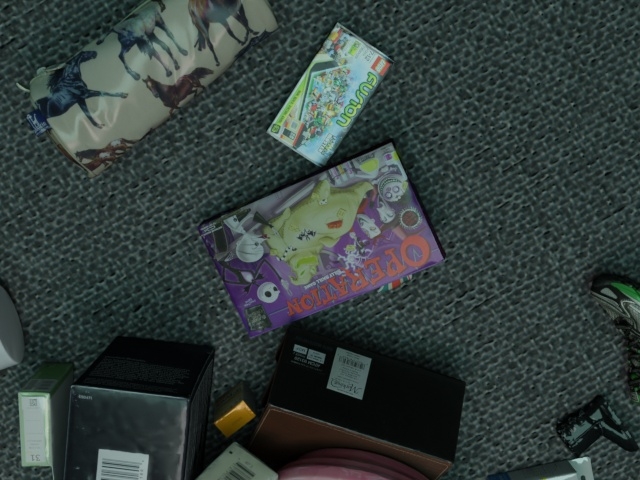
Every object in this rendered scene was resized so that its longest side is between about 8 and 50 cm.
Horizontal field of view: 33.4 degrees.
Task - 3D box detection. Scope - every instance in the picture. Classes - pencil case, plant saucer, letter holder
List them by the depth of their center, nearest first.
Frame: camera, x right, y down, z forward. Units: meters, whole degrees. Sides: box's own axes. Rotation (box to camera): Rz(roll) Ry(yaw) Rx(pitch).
[{"bbox_3d":[-0.256,-0.284,1.623,0.410,0.160,0.183,-38,113,4],"label":"pencil case"},{"bbox_3d":[0.068,0.430,1.711,0.332,0.332,0.084,22,54,-5],"label":"plant saucer"},{"bbox_3d":[0.051,0.293,1.737,0.302,0.214,0.152,18,54,-4],"label":"letter holder"}]

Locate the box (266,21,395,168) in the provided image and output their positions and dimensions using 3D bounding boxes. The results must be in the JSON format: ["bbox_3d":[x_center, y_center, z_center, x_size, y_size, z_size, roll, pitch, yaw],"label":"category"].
[{"bbox_3d":[0.015,-0.230,1.703,0.114,0.036,0.207,32,96,-7],"label":"box"}]

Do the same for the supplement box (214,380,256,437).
[{"bbox_3d":[-0.140,0.275,1.746,0.062,0.098,0.036,-39,102,3],"label":"supplement box"}]

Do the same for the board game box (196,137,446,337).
[{"bbox_3d":[0.000,0.000,1.699,0.347,0.056,0.208,-23,103,14],"label":"board game box"}]

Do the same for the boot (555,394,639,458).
[{"bbox_3d":[0.465,0.331,1.804,0.099,0.045,0.121,-38,91,2],"label":"boot"}]

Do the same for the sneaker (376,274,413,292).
[{"bbox_3d":[0.083,0.012,1.733,0.075,0.057,0.161,-32,102,-3],"label":"sneaker"}]

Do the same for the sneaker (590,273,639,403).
[{"bbox_3d":[0.551,0.195,1.741,0.146,0.134,0.343,-40,99,5],"label":"sneaker"}]

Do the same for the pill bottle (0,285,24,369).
[{"bbox_3d":[-0.627,0.170,1.681,0.283,0.160,0.160,-17,99,1],"label":"pill bottle"}]

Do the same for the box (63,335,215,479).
[{"bbox_3d":[-0.280,0.331,1.651,0.183,0.294,0.296,7,98,1],"label":"box"}]

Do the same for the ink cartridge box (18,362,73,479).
[{"bbox_3d":[-0.432,0.330,1.708,0.056,0.171,0.235,1,99,-2],"label":"ink cartridge box"}]

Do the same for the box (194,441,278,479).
[{"bbox_3d":[-0.138,0.446,1.670,0.094,0.275,0.113,32,53,23],"label":"box"}]

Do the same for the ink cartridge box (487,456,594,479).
[{"bbox_3d":[0.385,0.440,1.810,0.181,0.061,0.104,-12,100,0],"label":"ink cartridge box"}]
